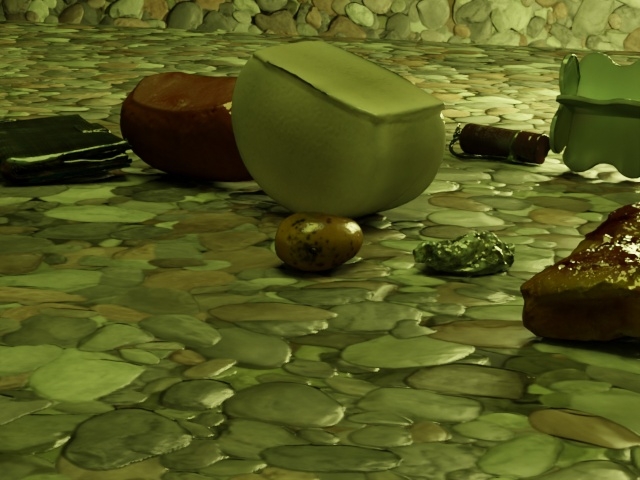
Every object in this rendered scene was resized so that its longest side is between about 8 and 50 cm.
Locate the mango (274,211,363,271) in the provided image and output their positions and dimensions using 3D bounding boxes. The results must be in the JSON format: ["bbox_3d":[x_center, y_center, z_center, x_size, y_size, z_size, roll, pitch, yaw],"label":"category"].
[{"bbox_3d":[0.000,0.000,1.476,0.079,0.057,0.114,3,5,24],"label":"mango"}]

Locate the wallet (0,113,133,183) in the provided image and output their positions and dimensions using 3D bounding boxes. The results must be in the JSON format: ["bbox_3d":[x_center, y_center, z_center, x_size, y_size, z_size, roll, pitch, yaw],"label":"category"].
[{"bbox_3d":[-0.361,-0.124,1.973,0.169,0.044,0.317,-8,14,-20],"label":"wallet"}]

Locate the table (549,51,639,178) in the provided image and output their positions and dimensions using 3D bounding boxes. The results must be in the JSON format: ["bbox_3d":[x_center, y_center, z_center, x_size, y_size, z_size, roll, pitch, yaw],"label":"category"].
[{"bbox_3d":[0.421,-0.161,1.968,0.198,0.166,0.166,8,15,28],"label":"table"}]

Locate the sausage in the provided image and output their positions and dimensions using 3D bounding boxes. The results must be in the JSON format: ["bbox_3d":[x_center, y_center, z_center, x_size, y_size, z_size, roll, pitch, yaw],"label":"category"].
[{"bbox_3d":[-0.144,-0.137,1.872,0.258,0.133,0.133,10,16,37],"label":"sausage"}]

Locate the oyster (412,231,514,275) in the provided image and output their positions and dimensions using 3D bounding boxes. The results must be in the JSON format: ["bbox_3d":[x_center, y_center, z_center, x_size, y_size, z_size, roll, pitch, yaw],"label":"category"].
[{"bbox_3d":[0.144,0.006,1.494,0.098,0.037,0.100,4,14,8],"label":"oyster"}]

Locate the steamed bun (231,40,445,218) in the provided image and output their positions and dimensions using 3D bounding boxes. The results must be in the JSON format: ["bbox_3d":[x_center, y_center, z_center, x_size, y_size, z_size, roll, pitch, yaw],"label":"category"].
[{"bbox_3d":[0.015,-0.113,1.700,0.146,0.164,0.242,-13,35,-43],"label":"steamed bun"}]

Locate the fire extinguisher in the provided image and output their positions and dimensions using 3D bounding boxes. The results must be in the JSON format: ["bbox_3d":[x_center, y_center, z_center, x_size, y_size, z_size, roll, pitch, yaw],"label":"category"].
[{"bbox_3d":[0.237,-0.133,2.085,0.157,0.045,0.078,14,40,38],"label":"fire extinguisher"}]

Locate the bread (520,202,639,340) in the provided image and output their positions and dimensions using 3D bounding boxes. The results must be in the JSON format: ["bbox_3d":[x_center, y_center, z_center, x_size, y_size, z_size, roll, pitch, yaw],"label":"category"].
[{"bbox_3d":[0.273,0.025,1.338,0.139,0.077,0.271,0,13,31],"label":"bread"}]
